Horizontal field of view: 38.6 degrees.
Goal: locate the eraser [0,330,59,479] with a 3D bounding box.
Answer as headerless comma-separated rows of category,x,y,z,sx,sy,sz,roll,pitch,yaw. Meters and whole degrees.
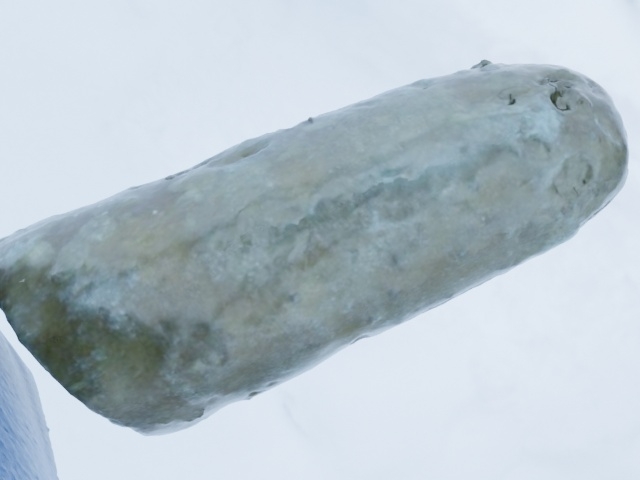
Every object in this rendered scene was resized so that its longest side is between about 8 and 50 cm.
eraser,-0.141,0.086,0.338,0.042,0.312,0.144,-32,122,-8

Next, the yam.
yam,0.000,0.000,0.477,0.330,0.133,0.133,-22,128,0
